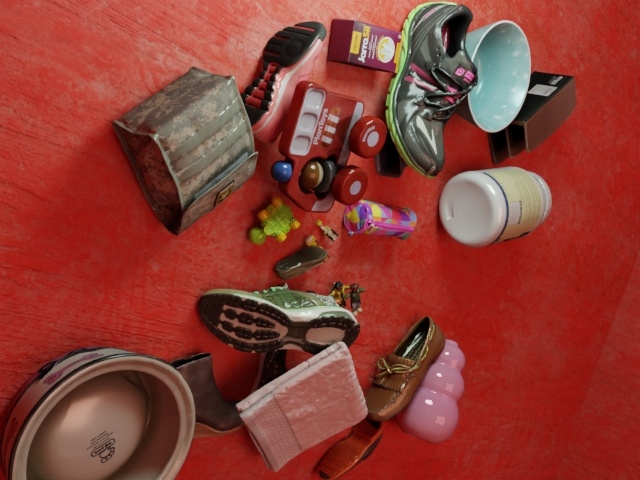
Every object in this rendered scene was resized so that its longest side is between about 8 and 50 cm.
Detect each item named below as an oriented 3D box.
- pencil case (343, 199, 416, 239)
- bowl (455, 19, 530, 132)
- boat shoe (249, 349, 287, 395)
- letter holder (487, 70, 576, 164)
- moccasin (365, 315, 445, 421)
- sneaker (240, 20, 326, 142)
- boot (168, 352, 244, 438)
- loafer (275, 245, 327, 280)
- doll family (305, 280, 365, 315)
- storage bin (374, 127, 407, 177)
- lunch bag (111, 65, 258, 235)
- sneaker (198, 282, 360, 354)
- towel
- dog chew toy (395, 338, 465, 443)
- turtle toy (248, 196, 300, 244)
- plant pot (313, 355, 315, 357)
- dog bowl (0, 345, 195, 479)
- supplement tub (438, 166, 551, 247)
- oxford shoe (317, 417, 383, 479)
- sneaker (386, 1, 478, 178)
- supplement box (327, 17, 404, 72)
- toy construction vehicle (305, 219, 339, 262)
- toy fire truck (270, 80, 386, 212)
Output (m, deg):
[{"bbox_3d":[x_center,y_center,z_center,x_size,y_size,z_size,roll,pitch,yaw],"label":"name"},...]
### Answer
[{"bbox_3d":[0.169,-0.055,2.000,0.236,0.104,0.104,3,102,-45],"label":"pencil case"},{"bbox_3d":[0.459,-0.481,2.084,0.311,0.163,0.311,-17,116,-39],"label":"bowl"},{"bbox_3d":[-0.123,0.348,1.874,0.080,0.076,0.228,20,90,-46],"label":"boat shoe"},{"bbox_3d":[0.702,-0.386,2.364,0.302,0.152,0.214,-40,130,-27],"label":"letter holder"},{"bbox_3d":[0.253,0.393,2.212,0.380,0.139,0.147,-45,126,-22],"label":"moccasin"},{"bbox_3d":[-0.082,-0.365,1.663,0.314,0.116,0.136,-57,148,-7],"label":"sneaker"},{"bbox_3d":[-0.265,0.371,1.734,0.248,0.090,0.207,-8,112,-39],"label":"boot"},{"bbox_3d":[-0.051,0.060,1.857,0.148,0.056,0.050,-19,143,-20],"label":"loafer"},{"bbox_3d":[0.032,0.168,1.965,0.193,0.076,0.111,-28,127,-31],"label":"doll family"},{"bbox_3d":[0.213,-0.254,1.983,0.091,0.098,0.135,-37,128,-42],"label":"storage bin"},{"bbox_3d":[-0.260,-0.174,1.499,0.235,0.169,0.287,-44,138,-29],"label":"lunch bag"},{"bbox_3d":[-0.112,0.177,1.790,0.410,0.182,0.158,14,115,-23],"label":"sneaker"},{"bbox_3d":[-0.036,0.437,1.839,0.317,0.053,0.332,-29,138,-12],"label":"towel"},{"bbox_3d":[0.373,0.482,2.324,0.206,0.207,0.332,36,71,-45],"label":"dog chew toy"},{"bbox_3d":[-0.120,-0.041,1.747,0.130,0.066,0.095,-43,107,-21],"label":"turtle toy"},{"bbox_3d":[0.032,0.445,2.037,0.237,0.110,0.237,-16,115,-39],"label":"plant pot"},{"bbox_3d":[-0.474,0.405,1.504,0.408,0.150,0.408,-17,116,-40],"label":"dog bowl"},{"bbox_3d":[0.556,-0.111,2.256,0.325,0.235,0.235,-10,111,-41],"label":"supplement tub"},{"bbox_3d":[0.101,0.660,2.192,0.271,0.097,0.098,-34,131,-31],"label":"oxford shoe"},{"bbox_3d":[0.302,-0.405,1.876,0.185,0.202,0.482,10,83,-45],"label":"sneaker"},{"bbox_3d":[0.115,-0.489,1.806,0.188,0.081,0.104,-2,106,-43],"label":"supplement box"},{"bbox_3d":[0.000,0.000,1.907,0.086,0.035,0.098,-52,131,-3],"label":"toy construction vehicle"},{"bbox_3d":[-0.005,-0.214,1.696,0.254,0.169,0.302,2,114,-46],"label":"toy fire truck"}]
